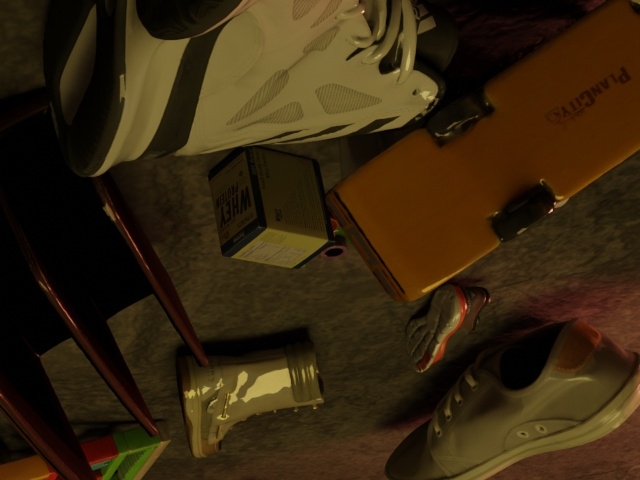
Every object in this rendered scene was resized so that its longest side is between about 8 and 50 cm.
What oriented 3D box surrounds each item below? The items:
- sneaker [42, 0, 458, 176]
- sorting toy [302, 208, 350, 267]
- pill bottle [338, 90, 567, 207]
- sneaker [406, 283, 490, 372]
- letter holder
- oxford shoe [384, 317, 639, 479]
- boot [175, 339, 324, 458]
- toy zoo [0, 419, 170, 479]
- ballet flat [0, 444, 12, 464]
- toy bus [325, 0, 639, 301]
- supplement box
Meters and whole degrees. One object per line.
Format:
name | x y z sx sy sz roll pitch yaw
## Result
sneaker | -0.003 -0.185 0.927 0.258 0.169 0.447 -7 163 -27
sorting toy | 0.000 0.000 1.377 0.061 0.042 0.102 -17 153 12
pill bottle | 0.110 -0.068 1.213 0.180 0.108 0.108 -8 153 -6
sneaker | 0.145 0.100 1.615 0.065 0.061 0.158 -7 154 -23
letter holder | -0.193 0.066 1.176 0.152 0.214 0.302 -28 148 -4
oxford shoe | 0.212 0.200 1.777 0.130 0.169 0.449 44 143 -9
boot | -0.077 0.182 1.671 0.165 0.077 0.213 -10 151 -6
toy zoo | -0.344 0.303 1.778 0.293 0.030 0.192 -12 157 -31
ballet flat | -0.406 0.256 1.704 0.084 0.058 0.250 -5 153 -11
toy bus | 0.171 -0.087 1.099 0.333 0.108 0.130 -34 180 -6
supplement box | -0.043 -0.028 1.259 0.083 0.083 0.056 11 146 -38
